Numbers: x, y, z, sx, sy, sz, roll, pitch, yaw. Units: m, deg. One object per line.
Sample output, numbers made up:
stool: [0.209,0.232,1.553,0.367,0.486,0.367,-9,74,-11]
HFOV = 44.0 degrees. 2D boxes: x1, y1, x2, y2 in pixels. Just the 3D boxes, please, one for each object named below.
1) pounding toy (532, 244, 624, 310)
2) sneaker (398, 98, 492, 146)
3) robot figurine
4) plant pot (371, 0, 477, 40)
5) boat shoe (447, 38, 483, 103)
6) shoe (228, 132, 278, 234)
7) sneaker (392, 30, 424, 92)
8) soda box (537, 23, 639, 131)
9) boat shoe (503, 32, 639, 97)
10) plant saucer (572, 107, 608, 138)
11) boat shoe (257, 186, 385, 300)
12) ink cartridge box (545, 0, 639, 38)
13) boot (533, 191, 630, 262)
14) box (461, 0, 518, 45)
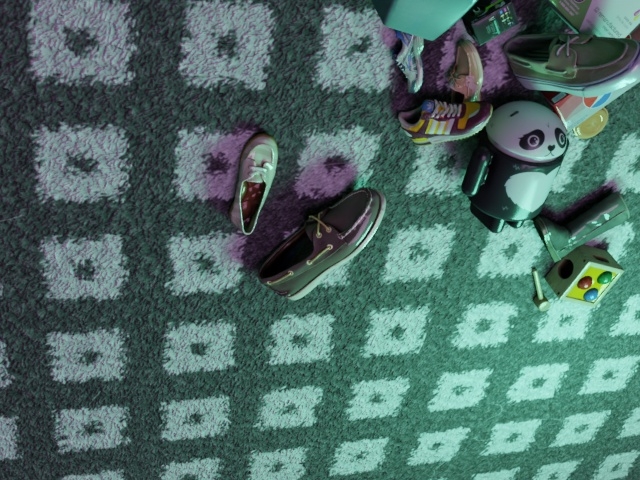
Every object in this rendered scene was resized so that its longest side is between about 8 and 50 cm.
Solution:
pounding toy: [0.622,0.114,1.993,0.181,0.094,0.206,13,122,-28]
sneaker: [0.239,-0.240,1.538,0.185,0.070,0.084,-16,136,35]
robot figurine: [0.402,-0.150,1.638,0.173,0.209,0.278,21,128,12]
plant pot: [0.186,-0.468,1.316,0.165,0.166,0.234,10,132,-26]
boat shoe: [0.277,-0.306,1.541,0.059,0.063,0.170,-21,133,-10]
shoe: [-0.128,-0.108,1.564,0.076,0.058,0.219,3,127,-22]
sneaker: [0.161,-0.341,1.487,0.058,0.052,0.135,-6,123,-2]
soda box: [0.578,-0.343,1.604,0.263,0.083,0.092,-36,131,12]
boat shoe: [0.452,-0.328,1.444,0.094,0.302,0.109,35,78,-30]
plant saucer: [0.588,-0.257,1.725,0.083,0.013,0.084,-9,131,-11]
boat shoe: [0.000,0.000,1.666,0.096,0.117,0.324,27,121,-38]
ink cartridge box: [0.540,-0.509,1.429,0.201,0.117,0.278,29,114,-35]
boot: [0.619,-0.047,1.871,0.208,0.076,0.189,-29,147,14]
box: [0.312,-0.412,1.465,0.083,0.062,0.052,-30,131,6]
